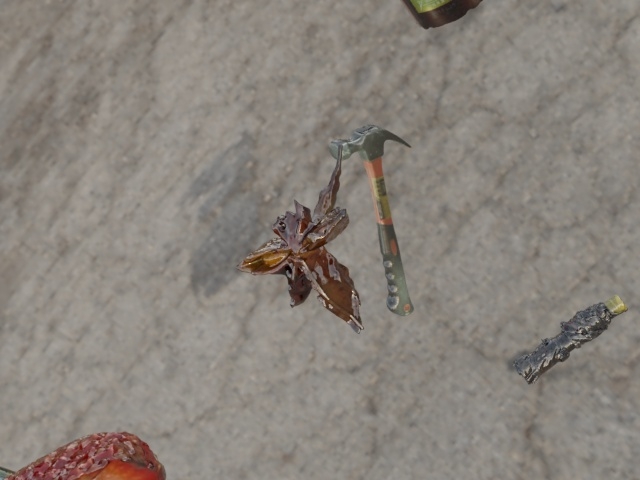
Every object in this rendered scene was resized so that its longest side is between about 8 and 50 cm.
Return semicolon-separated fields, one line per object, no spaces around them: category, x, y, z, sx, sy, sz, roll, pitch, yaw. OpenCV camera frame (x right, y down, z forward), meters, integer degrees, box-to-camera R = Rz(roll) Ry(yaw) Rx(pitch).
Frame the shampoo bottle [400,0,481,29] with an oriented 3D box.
shampoo bottle;0.122;-0.456;1.705;0.129;0.323;0.084;-20;45;23

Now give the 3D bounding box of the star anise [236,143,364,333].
star anise;0.004;-0.007;1.211;0.158;0.140;0.144;19;34;27

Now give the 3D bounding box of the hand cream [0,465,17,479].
hand cream;-0.377;0.296;1.373;0.091;0.271;0.058;112;180;-69

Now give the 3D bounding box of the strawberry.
strawberry;-0.200;0.201;0.781;0.236;0.175;0.106;-32;45;0

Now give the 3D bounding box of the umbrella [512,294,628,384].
umbrella;0.284;0.110;1.316;0.144;0.037;0.040;-36;67;4

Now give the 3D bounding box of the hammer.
hammer;0.087;-0.022;1.568;0.111;0.287;0.033;-26;30;-27
